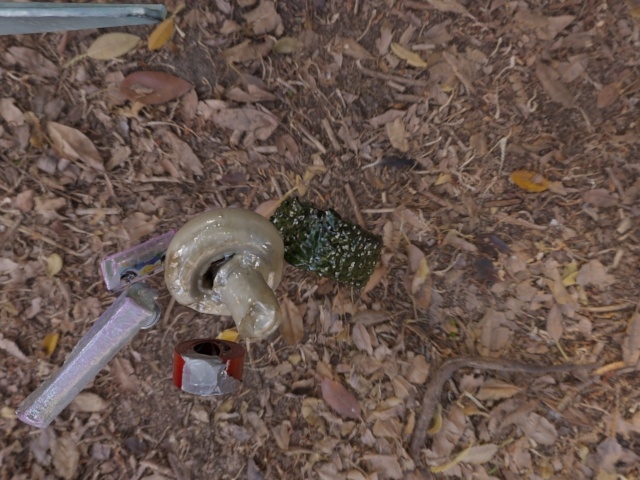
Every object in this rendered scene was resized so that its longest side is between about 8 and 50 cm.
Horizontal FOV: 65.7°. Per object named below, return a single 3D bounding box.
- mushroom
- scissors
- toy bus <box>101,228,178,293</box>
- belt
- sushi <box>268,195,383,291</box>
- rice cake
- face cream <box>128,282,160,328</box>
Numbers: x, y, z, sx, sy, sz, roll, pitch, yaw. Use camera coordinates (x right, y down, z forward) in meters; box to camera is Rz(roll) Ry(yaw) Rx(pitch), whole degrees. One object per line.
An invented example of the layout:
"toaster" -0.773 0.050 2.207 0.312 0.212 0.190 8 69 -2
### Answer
"mushroom" -0.203 0.086 1.126 0.293 0.290 0.292 -13 132 -14
"scissors" -0.306 -0.156 0.354 0.447 0.192 0.029 6 97 16
"toy bus" -0.557 0.068 1.586 0.274 0.090 0.112 -25 82 -20
"belt" -0.354 0.395 1.565 0.227 0.324 0.115 4 90 -9
"sushi" 0.000 0.000 1.417 0.294 0.352 0.178 25 91 34
"rice cake" -0.476 0.242 1.009 0.399 0.064 0.070 -46 124 9
"face cream" -0.429 0.158 1.199 0.075 0.229 0.075 -3 98 -23
